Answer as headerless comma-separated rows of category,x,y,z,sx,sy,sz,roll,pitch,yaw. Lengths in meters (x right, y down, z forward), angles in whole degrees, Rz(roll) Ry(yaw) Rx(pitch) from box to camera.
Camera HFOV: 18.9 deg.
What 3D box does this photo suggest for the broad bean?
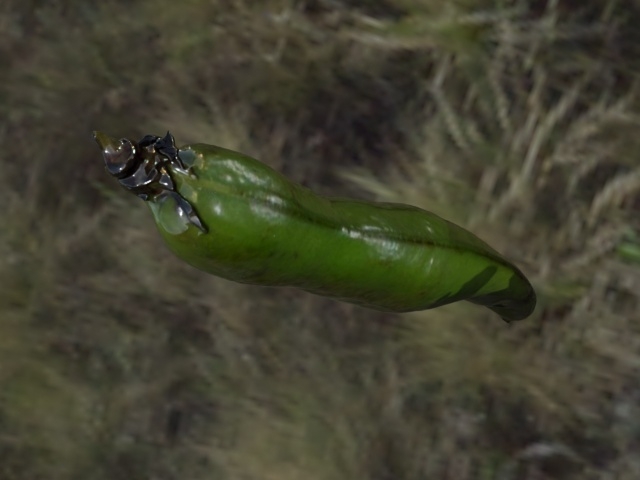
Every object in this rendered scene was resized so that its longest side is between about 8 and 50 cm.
broad bean,0.000,0.000,1.015,0.077,0.339,0.061,-19,68,39
